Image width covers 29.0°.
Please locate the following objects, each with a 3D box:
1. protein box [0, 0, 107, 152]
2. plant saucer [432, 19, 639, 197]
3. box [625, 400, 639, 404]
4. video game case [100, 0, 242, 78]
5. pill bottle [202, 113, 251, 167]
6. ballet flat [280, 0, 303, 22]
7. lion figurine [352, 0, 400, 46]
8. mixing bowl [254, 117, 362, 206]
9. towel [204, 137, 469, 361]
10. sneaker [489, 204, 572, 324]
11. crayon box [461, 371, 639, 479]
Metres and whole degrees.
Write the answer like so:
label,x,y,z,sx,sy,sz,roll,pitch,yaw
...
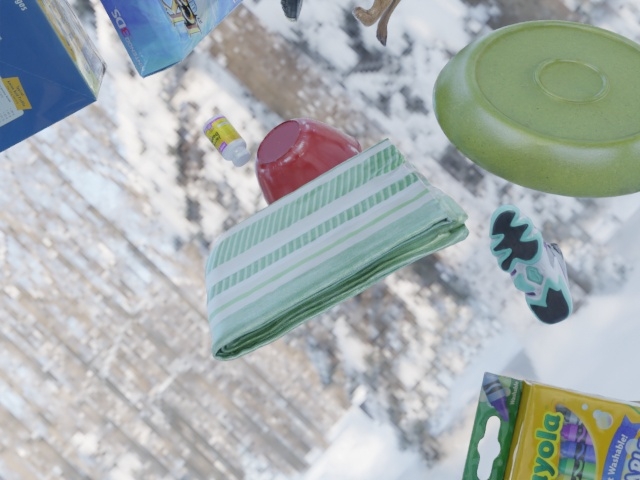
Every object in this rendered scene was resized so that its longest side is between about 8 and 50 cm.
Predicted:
label,x,y,z,sx,sy,sz,roll,pitch,yaw
protein box,-0.362,-0.200,1.285,0.201,0.200,0.136,-27,22,6
plant saucer,0.221,-0.131,1.105,0.241,0.241,0.037,-43,-29,-37
box,0.548,0.356,2.048,0.021,0.164,0.201,103,164,-50
video game case,-0.195,-0.351,1.392,0.061,0.270,0.244,-17,22,25
pill bottle,-0.143,-0.152,1.907,0.043,0.083,0.043,-33,-23,-16
ballet flat,-0.050,-0.356,1.621,0.173,0.049,0.057,78,-162,-53
lion figurine,0.044,-0.504,1.833,0.240,0.392,0.142,-44,17,-1
mixing bowl,-0.035,-0.124,1.920,0.181,0.098,0.181,-28,36,23
towel,0.000,0.000,1.194,0.247,0.038,0.325,-29,18,1
sneaker,0.152,0.008,0.901,0.038,0.098,0.069,-21,19,20
crayon box,0.354,0.304,1.604,0.083,0.322,0.203,69,-147,-88
